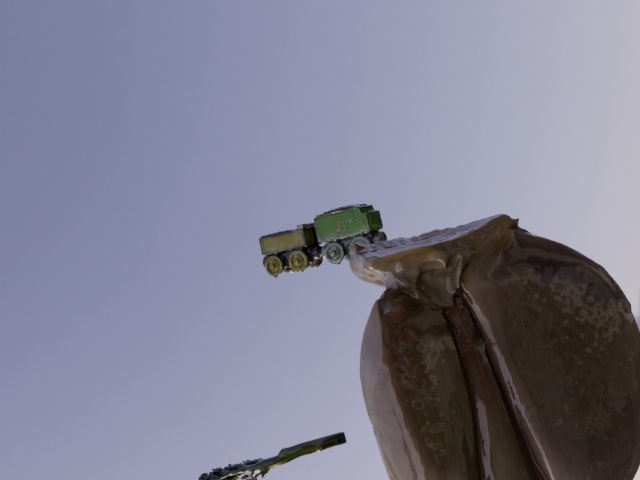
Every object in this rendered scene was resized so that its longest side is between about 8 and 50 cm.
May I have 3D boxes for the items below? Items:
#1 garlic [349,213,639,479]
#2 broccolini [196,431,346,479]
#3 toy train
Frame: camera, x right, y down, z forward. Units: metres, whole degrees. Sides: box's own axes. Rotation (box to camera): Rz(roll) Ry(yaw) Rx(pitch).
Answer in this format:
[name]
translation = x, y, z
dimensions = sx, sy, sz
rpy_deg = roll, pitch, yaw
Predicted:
[garlic]
translation = 0.163, 0.123, 0.727
dimensions = 0.279, 0.132, 0.325
rpy_deg = -23, -88, -19
[broccolini]
translation = -0.065, 0.350, 1.298
dimensions = 0.062, 0.272, 0.123
rpy_deg = 67, -158, 5
[toy train]
translation = 0.000, 0.000, 1.201
dimensions = 0.060, 0.202, 0.081
rpy_deg = -11, -91, -62
